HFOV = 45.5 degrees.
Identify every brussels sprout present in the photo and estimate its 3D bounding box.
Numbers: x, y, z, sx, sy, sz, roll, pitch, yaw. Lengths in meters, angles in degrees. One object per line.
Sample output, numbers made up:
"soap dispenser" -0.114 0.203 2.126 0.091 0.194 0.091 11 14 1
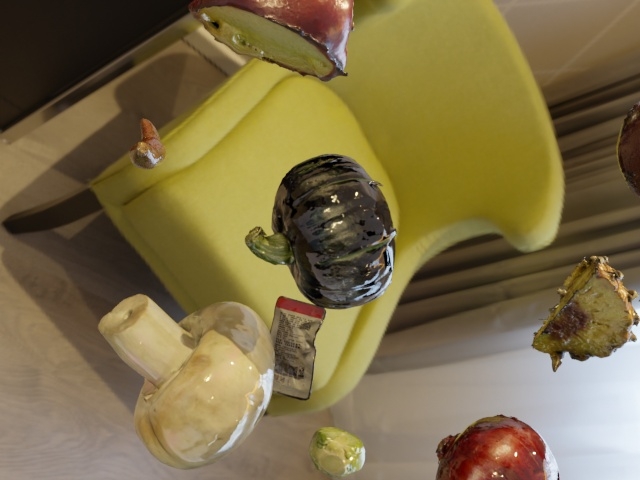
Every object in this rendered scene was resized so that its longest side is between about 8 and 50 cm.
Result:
"brussels sprout" 0.040 0.533 1.907 0.155 0.155 0.117 -1 115 -51

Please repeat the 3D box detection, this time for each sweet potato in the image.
"sweet potato" -0.330 -0.175 1.461 0.078 0.058 0.255 62 2 -22

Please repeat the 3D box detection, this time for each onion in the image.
"onion" 0.364 0.498 1.609 0.276 0.276 0.276 23 58 -45

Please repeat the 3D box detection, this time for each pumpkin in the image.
"pumpkin" 0.000 0.000 1.422 0.296 0.296 0.295 23 58 -45

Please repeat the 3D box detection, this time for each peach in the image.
"peach" -0.087 -0.499 1.616 0.257 0.362 0.201 83 25 -79

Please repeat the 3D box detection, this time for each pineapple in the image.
"pineapple" 0.551 0.140 1.525 0.161 0.334 0.158 23 47 8

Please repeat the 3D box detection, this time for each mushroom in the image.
"mushroom" -0.235 0.262 1.524 0.353 0.325 0.353 -14 106 -59

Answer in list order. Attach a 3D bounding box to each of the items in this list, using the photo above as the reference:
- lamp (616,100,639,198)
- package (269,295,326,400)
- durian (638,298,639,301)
"lamp" 0.428 -0.105 0.887 0.135 0.156 0.157 -8 126 -63
"package" -0.073 0.267 1.902 0.030 0.154 0.239 11 90 -61
"durian" 0.738 0.128 1.504 0.187 0.108 0.119 38 78 -25
